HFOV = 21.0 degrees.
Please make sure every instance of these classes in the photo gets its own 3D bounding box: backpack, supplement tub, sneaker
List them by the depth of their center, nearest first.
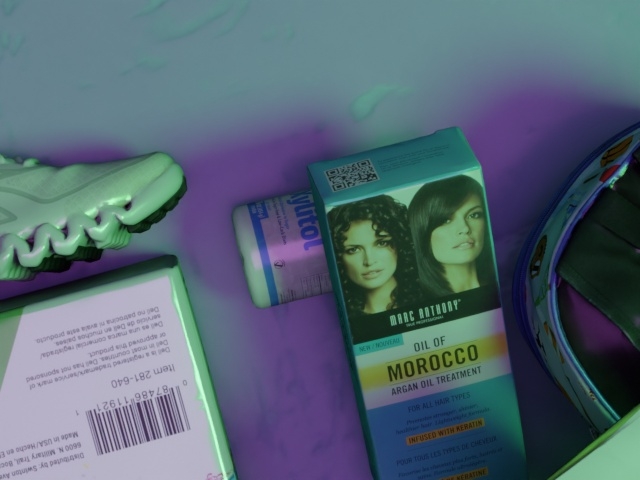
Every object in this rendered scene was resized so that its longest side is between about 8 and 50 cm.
[{"bbox_3d":[0.260,0.042,1.085,0.263,0.213,0.276,46,80,-11],"label":"backpack"},{"bbox_3d":[-0.232,-0.021,1.097,0.292,0.110,0.118,-15,86,-4],"label":"sneaker"},{"bbox_3d":[0.000,0.000,1.129,0.107,0.071,0.071,-15,95,-4],"label":"supplement tub"}]

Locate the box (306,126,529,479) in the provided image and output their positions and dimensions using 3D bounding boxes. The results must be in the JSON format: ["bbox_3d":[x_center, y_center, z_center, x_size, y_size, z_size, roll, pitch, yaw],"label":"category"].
[{"bbox_3d":[0.065,0.057,1.096,0.101,0.060,0.244,-15,120,-4],"label":"box"}]

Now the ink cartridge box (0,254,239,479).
[{"bbox_3d":[-0.152,0.170,1.104,0.201,0.117,0.278,-15,94,-4],"label":"ink cartridge box"}]

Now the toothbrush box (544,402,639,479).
[{"bbox_3d":[0.186,0.235,1.011,0.122,0.283,0.206,-35,77,-22],"label":"toothbrush box"}]
